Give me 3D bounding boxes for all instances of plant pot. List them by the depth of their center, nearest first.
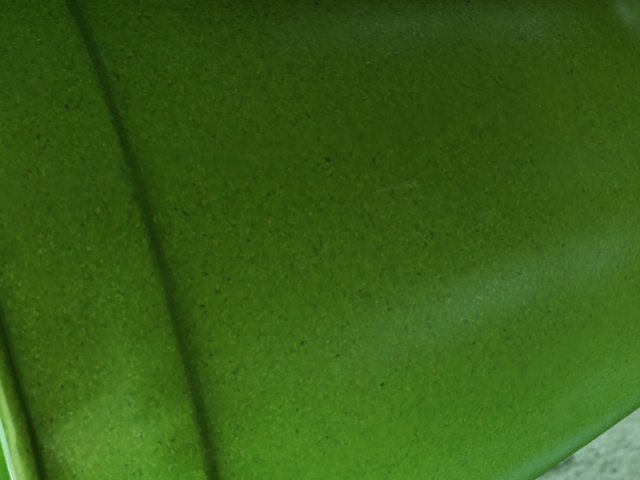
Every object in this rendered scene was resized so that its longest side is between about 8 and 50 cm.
[{"bbox_3d":[0.000,0.000,0.769,0.353,0.366,0.366,-15,121,-15],"label":"plant pot"}]
